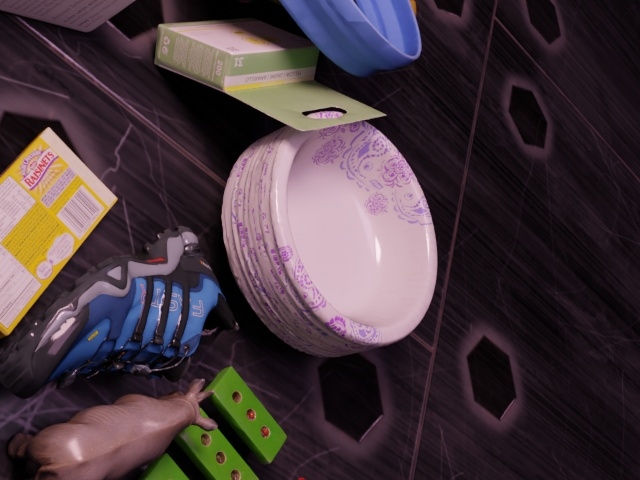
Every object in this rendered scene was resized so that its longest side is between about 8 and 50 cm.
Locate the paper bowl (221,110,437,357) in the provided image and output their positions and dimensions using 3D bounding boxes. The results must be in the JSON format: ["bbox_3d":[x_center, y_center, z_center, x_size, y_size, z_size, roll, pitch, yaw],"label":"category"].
[{"bbox_3d":[0.000,0.000,1.230,0.284,0.148,0.284,22,59,-42],"label":"paper bowl"}]

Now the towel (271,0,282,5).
[{"bbox_3d":[-0.090,-0.383,1.384,0.237,0.021,0.102,13,66,-45],"label":"towel"}]

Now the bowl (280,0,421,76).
[{"bbox_3d":[-0.007,-0.378,1.269,0.391,0.077,0.391,49,24,-30],"label":"bowl"}]

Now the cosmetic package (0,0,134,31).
[{"bbox_3d":[-0.279,-0.328,1.053,0.183,0.151,0.151,6,70,-47],"label":"cosmetic package"}]

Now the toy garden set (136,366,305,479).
[{"bbox_3d":[-0.108,0.291,1.074,0.204,0.049,0.244,54,42,-15],"label":"toy garden set"}]

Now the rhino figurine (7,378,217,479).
[{"bbox_3d":[-0.187,0.185,0.981,0.243,0.106,0.073,-16,87,-49],"label":"rhino figurine"}]

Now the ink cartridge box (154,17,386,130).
[{"bbox_3d":[-0.055,-0.202,1.207,0.171,0.235,0.056,-19,127,-50],"label":"ink cartridge box"}]

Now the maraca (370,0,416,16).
[{"bbox_3d":[0.078,-0.367,1.508,0.127,0.099,0.186,15,44,-45],"label":"maraca"}]

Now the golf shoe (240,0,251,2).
[{"bbox_3d":[-0.093,-0.404,1.309,0.067,0.086,0.186,-5,75,-47],"label":"golf shoe"}]

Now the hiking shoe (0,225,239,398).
[{"bbox_3d":[-0.178,0.084,0.986,0.132,0.113,0.304,53,33,0],"label":"hiking shoe"}]

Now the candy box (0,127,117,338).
[{"bbox_3d":[-0.291,-0.011,1.006,0.105,0.027,0.206,47,46,-18],"label":"candy box"}]
